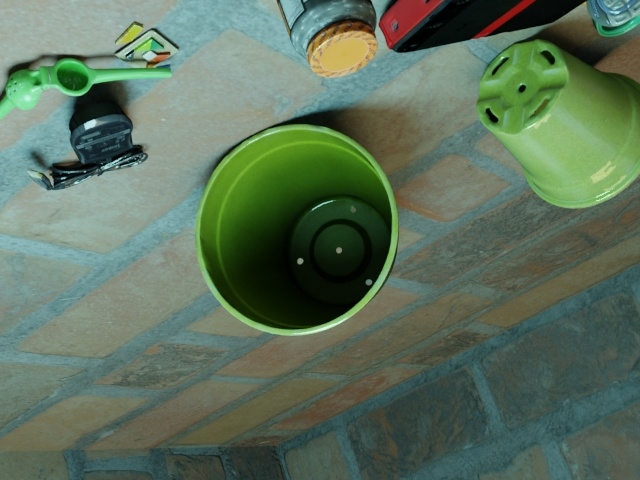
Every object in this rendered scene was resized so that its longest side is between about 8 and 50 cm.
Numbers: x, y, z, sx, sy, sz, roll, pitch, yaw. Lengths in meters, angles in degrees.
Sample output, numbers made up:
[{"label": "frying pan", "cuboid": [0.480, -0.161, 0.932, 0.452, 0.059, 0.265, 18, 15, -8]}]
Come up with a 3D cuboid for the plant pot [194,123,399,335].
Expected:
[{"label": "plant pot", "cuboid": [0.000, 0.000, 1.709, 0.366, 0.367, 0.353, -24, 167, 12]}]

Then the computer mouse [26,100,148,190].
[{"label": "computer mouse", "cuboid": [-0.377, -0.151, 1.397, 0.184, 0.060, 0.262, -20, 172, -7]}]

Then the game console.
[{"label": "game console", "cuboid": [0.289, -0.372, 1.284, 0.341, 0.060, 0.386, -15, 178, -18]}]

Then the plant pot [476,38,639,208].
[{"label": "plant pot", "cuboid": [0.423, -0.229, 1.624, 0.276, 0.276, 0.253, -34, 140, 31]}]

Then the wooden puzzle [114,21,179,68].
[{"label": "wooden puzzle", "cuboid": [-0.251, -0.271, 1.298, 0.078, 0.014, 0.116, -30, 154, 23]}]

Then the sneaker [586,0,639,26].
[{"label": "sneaker", "cuboid": [0.557, -0.452, 1.417, 0.297, 0.111, 0.129, -34, 173, 26]}]

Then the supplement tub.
[{"label": "supplement tub", "cuboid": [0.003, -0.315, 1.169, 0.116, 0.191, 0.117, -16, 157, -7]}]

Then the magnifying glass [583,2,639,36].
[{"label": "magnifying glass", "cuboid": [0.486, -0.402, 1.541, 0.231, 0.026, 0.092, 9, 144, -45]}]

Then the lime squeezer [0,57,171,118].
[{"label": "lime squeezer", "cuboid": [-0.371, -0.210, 1.276, 0.310, 0.059, 0.110, -17, 150, 3]}]
